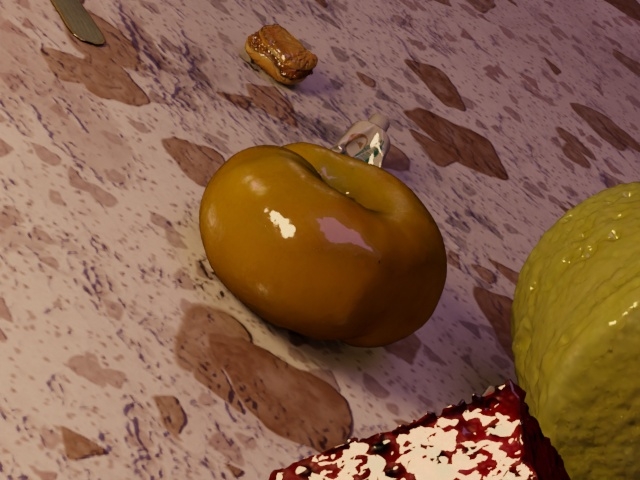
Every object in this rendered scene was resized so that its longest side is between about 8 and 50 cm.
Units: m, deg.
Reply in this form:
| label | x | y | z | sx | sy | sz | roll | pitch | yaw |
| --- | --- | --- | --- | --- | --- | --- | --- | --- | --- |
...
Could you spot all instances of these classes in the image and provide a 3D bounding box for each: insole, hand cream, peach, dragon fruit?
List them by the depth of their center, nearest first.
| label | x | y | z | sx | sy | sz | roll | pitch | yaw |
| --- | --- | --- | --- | --- | --- | --- | --- | --- | --- |
| dragon fruit | 0.118 | 0.253 | 1.357 | 0.302 | 0.240 | 0.330 | -3 | 37 | -15 |
| peach | 0.000 | 0.000 | 1.735 | 0.251 | 0.153 | 0.251 | 23 | 14 | -6 |
| insole | -0.283 | -0.272 | 1.986 | 0.064 | 0.004 | 0.188 | 8 | 38 | -43 |
| hand cream | 0.035 | -0.070 | 1.995 | 0.084 | 0.050 | 0.257 | 31 | 33 | -7 |

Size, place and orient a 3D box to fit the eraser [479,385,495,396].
| label | x | y | z | sx | sy | sz | roll | pitch | yaw |
| --- | --- | --- | --- | --- | --- | --- | --- | --- | --- |
| eraser | 0.139 | 0.180 | 1.703 | 0.029 | 0.052 | 0.122 | 38 | 27 | 7 |

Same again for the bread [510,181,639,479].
| label | x | y | z | sx | sy | sz | roll | pitch | yaw |
| --- | --- | --- | --- | --- | --- | --- | --- | --- | --- |
| bread | 0.349 | 0.116 | 1.752 | 0.348 | 0.348 | 0.308 | 25 | 23 | -23 |

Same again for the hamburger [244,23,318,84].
| label | x | y | z | sx | sy | sz | roll | pitch | yaw |
| --- | --- | --- | --- | --- | --- | --- | --- | --- | --- |
| hamburger | -0.047 | -0.218 | 2.139 | 0.083 | 0.044 | 0.076 | 47 | 26 | 15 |
